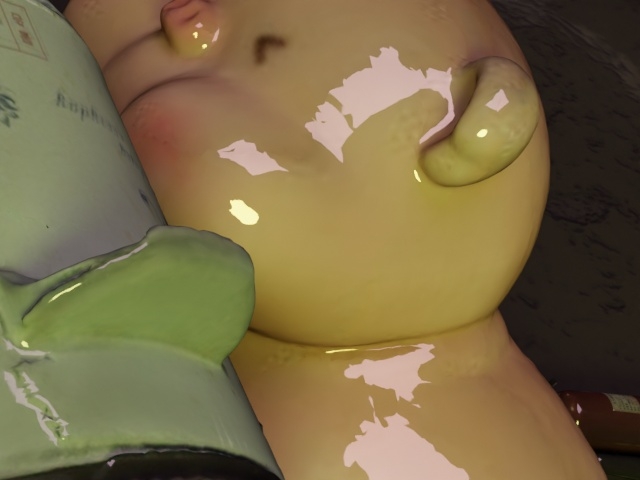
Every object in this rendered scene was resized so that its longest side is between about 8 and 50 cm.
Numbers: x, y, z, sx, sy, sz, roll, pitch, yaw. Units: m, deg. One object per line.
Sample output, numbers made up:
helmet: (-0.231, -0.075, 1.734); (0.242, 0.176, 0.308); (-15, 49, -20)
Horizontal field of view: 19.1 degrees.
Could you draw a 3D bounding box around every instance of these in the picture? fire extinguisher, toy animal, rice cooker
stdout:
fire extinguisher: (0.164, 0.099, 0.932); (0.173, 0.035, 0.049); (7, 79, -23)
toy animal: (-0.019, 0.002, 0.758); (0.277, 0.247, 0.345); (3, 44, -23)
rice cooker: (-0.142, 0.072, 0.564); (0.264, 0.316, 0.316); (20, 28, -55)
